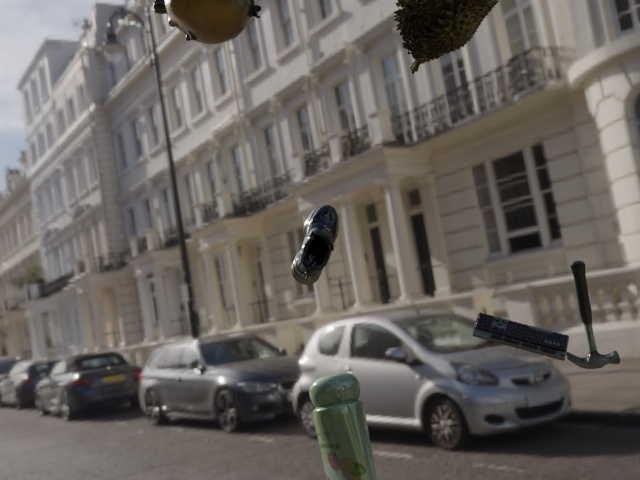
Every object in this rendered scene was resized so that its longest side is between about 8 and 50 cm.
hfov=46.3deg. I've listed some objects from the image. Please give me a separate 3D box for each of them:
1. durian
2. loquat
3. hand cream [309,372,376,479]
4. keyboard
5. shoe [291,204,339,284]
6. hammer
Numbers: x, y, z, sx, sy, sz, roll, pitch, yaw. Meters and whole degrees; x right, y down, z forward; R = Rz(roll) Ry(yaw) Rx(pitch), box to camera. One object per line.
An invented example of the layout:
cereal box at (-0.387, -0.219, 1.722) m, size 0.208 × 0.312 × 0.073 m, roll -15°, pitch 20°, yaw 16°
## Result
durian at (0.179, -0.357, 1.171) m, size 0.146 × 0.208 × 0.102 m, roll 25°, pitch -5°, yaw 23°
loquat at (-0.217, -0.450, 1.412) m, size 0.204 × 0.172 × 0.149 m, roll -9°, pitch -45°, yaw 5°
hand cream at (0.050, 0.390, 1.317) m, size 0.093 × 0.306 × 0.147 m, roll -5°, pitch -13°, yaw -32°
keyboard at (0.360, 0.172, 1.348) m, size 0.165 × 0.055 × 0.017 m, roll 14°, pitch -35°, yaw 15°
shoe at (0.000, 0.000, 1.447) m, size 0.071 × 0.169 × 0.099 m, roll 23°, pitch -19°, yaw -7°
hammer at (0.536, 0.154, 1.522) m, size 0.103 × 0.246 × 0.029 m, roll -13°, pitch 20°, yaw 15°
